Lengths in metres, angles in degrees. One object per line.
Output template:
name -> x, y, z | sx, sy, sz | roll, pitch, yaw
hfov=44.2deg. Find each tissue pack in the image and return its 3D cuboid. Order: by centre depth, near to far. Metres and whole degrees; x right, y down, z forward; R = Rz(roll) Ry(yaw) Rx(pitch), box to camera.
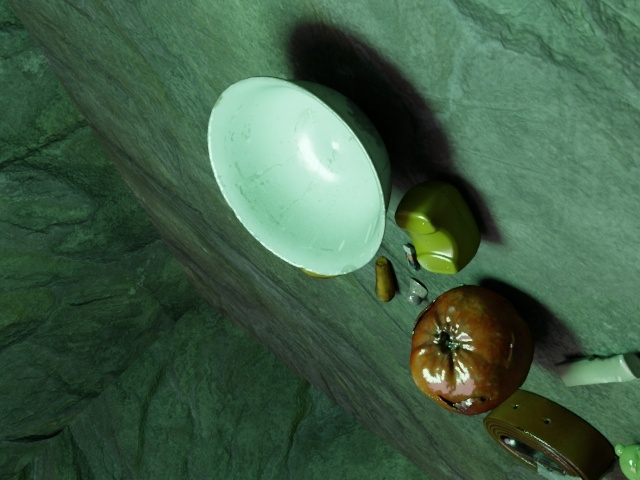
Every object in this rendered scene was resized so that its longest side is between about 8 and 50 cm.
tissue pack -> 0.236, -0.033, 1.543 | 0.123, 0.127, 0.178 | 9, 141, 49

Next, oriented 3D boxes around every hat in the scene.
hat -> 0.238, 0.136, 2.009 | 0.058, 0.042, 0.087 | 36, 159, 24

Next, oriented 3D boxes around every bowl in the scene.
bowl -> -0.002, -0.161, 1.589 | 0.434, 0.196, 0.435 | 24, 134, 27

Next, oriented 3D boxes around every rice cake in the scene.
rice cake -> 0.554, 0.257, 1.579 | 0.057, 0.052, 0.256 | 48, 161, 1

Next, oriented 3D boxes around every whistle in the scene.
whistle -> 0.709, 0.475, 1.653 | 0.105, 0.085, 0.227 | 47, 163, -4

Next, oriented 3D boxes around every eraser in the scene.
eraser -> 0.218, 0.042, 1.894 | 0.027, 0.019, 0.099 | 32, 156, 35

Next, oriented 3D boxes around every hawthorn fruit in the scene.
hawthorn fruit -> 0.339, 0.243, 1.719 | 0.276, 0.276, 0.307 | 34, -176, 30

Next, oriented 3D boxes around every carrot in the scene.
carrot -> 0.169, 0.104, 2.085 | 0.055, 0.055, 0.161 | 34, 151, 30

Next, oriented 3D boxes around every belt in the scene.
belt -> 0.563, 0.501, 1.961 | 0.338, 0.122, 0.217 | 19, 147, 53

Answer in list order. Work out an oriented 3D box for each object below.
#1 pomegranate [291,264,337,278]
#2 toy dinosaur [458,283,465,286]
pomegranate -> 0.000, 0.000, 1.977 | 0.215, 0.215, 0.215 | 40, 161, 17
toy dinosaur -> 0.329, 0.127, 1.832 | 0.062, 0.021, 0.083 | 58, 155, -15
